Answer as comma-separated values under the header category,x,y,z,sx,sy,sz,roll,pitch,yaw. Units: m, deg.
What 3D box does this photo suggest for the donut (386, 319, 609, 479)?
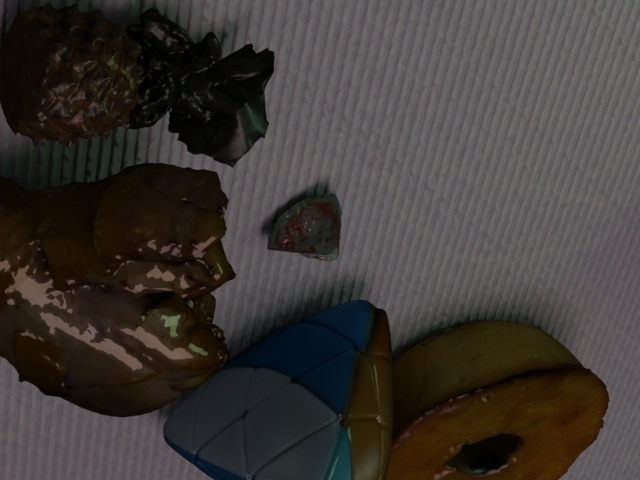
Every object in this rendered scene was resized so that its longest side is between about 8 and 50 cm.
category,x,y,z,sx,sy,sz,roll,pitch,yaw
donut,0.163,0.198,2.082,0.303,0.110,0.303,-19,143,-15

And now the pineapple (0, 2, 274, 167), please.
category,x,y,z,sx,sy,sz,roll,pitch,yaw
pineapple,-0.140,-0.125,1.525,0.237,0.111,0.119,1,130,-36

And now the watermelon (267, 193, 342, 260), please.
category,x,y,z,sx,sy,sz,roll,pitch,yaw
watermelon,0.000,0.000,1.791,0.085,0.061,0.085,-12,131,-14

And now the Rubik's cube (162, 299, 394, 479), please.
category,x,y,z,sx,sy,sz,roll,pitch,yaw
Rubik's cube,-0.032,0.208,1.912,0.254,0.254,0.254,-18,140,-16

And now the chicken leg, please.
category,x,y,z,sx,sy,sz,roll,pitch,yaw
chicken leg,-0.212,-0.004,1.554,0.409,0.182,0.295,32,141,-32
